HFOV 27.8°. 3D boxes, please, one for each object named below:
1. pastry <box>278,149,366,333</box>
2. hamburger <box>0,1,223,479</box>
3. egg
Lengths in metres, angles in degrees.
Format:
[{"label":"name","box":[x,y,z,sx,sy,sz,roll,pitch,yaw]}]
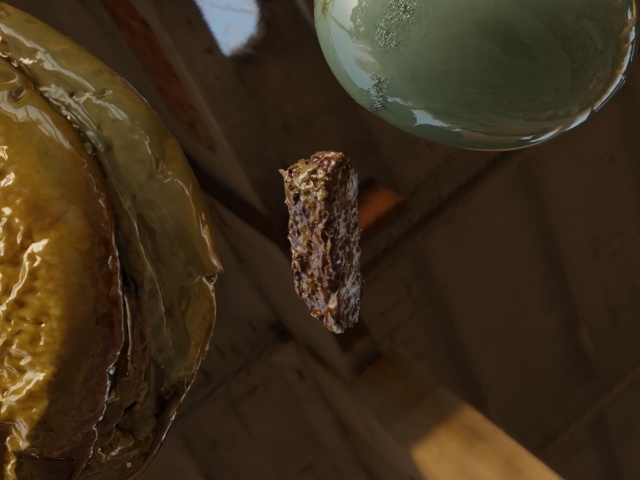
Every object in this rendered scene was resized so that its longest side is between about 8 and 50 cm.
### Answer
[{"label":"pastry","box":[0.001,-0.001,1.100,0.087,0.063,0.169,-54,-33,-52]},{"label":"hamburger","box":[-0.206,0.015,0.729,0.170,0.314,0.290,-16,-34,-57]},{"label":"egg","box":[0.128,-0.174,1.041,0.282,0.203,0.203,3,-68,-29]}]
